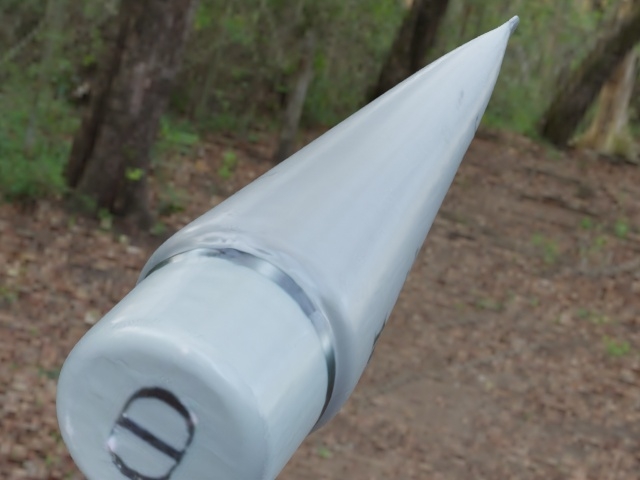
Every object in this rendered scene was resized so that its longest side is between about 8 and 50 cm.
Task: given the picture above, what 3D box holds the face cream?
[{"bbox_3d":[0.000,0.000,0.606,0.089,0.143,0.314,37,33,2],"label":"face cream"}]
